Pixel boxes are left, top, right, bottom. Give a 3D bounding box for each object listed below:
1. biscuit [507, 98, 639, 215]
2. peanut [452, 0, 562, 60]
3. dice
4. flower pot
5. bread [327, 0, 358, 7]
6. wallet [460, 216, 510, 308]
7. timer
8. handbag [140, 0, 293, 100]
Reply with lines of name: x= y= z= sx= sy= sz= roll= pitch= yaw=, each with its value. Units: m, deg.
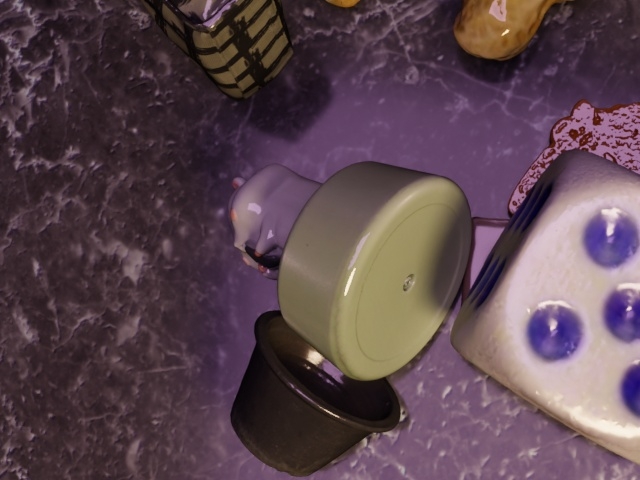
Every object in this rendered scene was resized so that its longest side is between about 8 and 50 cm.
biscuit: x=0.389 y=-0.106 z=1.714 sx=0.280 sy=0.043 sz=0.183 roll=-32 pitch=75 yaw=8
peanut: x=0.308 y=-0.381 z=1.719 sx=0.305 sy=0.147 sz=0.147 roll=-39 pitch=78 yaw=3
dice: x=0.366 y=0.081 z=1.552 sx=0.304 sy=0.277 sz=0.304 roll=31 pitch=93 yaw=0
flower pot: x=-0.028 y=0.222 z=1.659 sx=0.235 sy=0.235 sz=0.148 roll=41 pitch=109 yaw=12
bread: x=0.037 y=-0.436 z=1.792 sx=0.134 sy=0.085 sz=0.173 roll=36 pitch=88 yaw=12
wallet: x=0.258 y=0.045 z=1.713 sx=0.118 sy=0.039 sz=0.152 roll=7 pitch=86 yaw=7
timer: x=0.000 y=0.000 z=1.668 sx=0.315 sy=0.291 sz=0.290 roll=25 pitch=86 yaw=32
handbag: x=-0.198 y=-0.378 z=1.699 sx=0.327 sy=0.325 sz=0.162 roll=43 pitch=86 yaw=10
